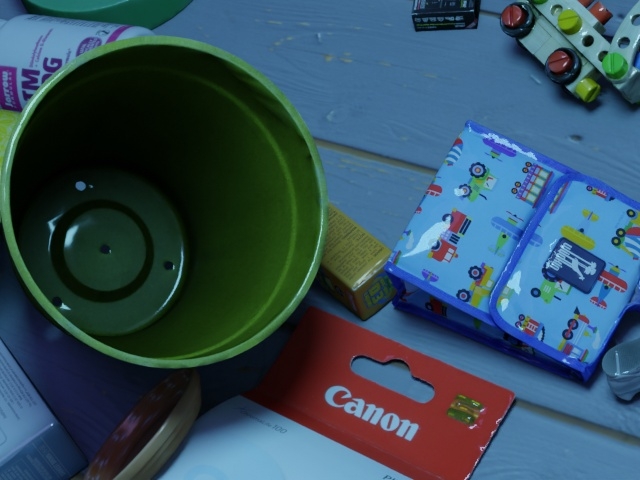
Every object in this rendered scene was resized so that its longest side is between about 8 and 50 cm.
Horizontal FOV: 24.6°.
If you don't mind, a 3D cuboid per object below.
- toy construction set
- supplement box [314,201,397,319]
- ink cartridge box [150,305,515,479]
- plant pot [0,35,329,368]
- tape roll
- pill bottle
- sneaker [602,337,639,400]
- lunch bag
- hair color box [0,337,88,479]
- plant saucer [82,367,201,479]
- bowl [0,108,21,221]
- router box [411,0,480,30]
[{"bbox_3d":[0.372,-0.304,1.950,0.215,0.151,0.328,-45,43,12],"label":"toy construction set"},{"bbox_3d":[0.000,0.000,1.879,0.080,0.078,0.233,-43,54,-16],"label":"supplement box"},{"bbox_3d":[0.000,0.255,1.683,0.308,0.091,0.385,22,64,28],"label":"ink cartridge box"},{"bbox_3d":[-0.224,-0.016,1.744,0.366,0.353,0.367,4,79,-21],"label":"plant pot"},{"bbox_3d":[-0.328,-0.451,2.306,0.321,0.077,0.321,-7,53,10],"label":"tape roll"},{"bbox_3d":[-0.377,-0.240,2.111,0.283,0.160,0.160,9,58,22],"label":"pill bottle"},{"bbox_3d":[0.391,0.129,1.685,0.152,0.061,0.054,-28,40,-9],"label":"sneaker"},{"bbox_3d":[0.259,0.025,1.763,0.293,0.138,0.221,25,73,18],"label":"lunch bag"},{"bbox_3d":[-0.494,0.298,1.777,0.374,0.114,0.185,-35,53,-12],"label":"hair color box"},{"bbox_3d":[-0.205,0.234,1.728,0.200,0.037,0.200,-44,13,13],"label":"plant saucer"},{"bbox_3d":[-0.493,-0.069,1.920,0.156,0.289,0.289,34,60,-15],"label":"bowl"},{"bbox_3d":[0.185,-0.359,2.115,0.092,0.038,0.122,0,54,16],"label":"router box"}]
